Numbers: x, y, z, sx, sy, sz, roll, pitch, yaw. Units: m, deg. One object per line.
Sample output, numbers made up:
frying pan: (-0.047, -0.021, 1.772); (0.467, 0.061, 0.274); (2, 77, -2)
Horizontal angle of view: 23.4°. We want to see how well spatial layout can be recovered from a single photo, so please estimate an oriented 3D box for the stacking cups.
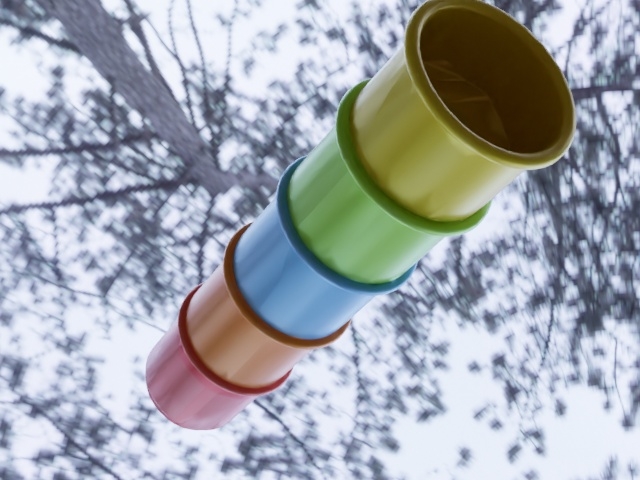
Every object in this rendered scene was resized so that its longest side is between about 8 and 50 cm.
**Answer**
stacking cups: (0.000, 0.000, 0.808); (0.316, 0.096, 0.096); (-43, -114, 46)
